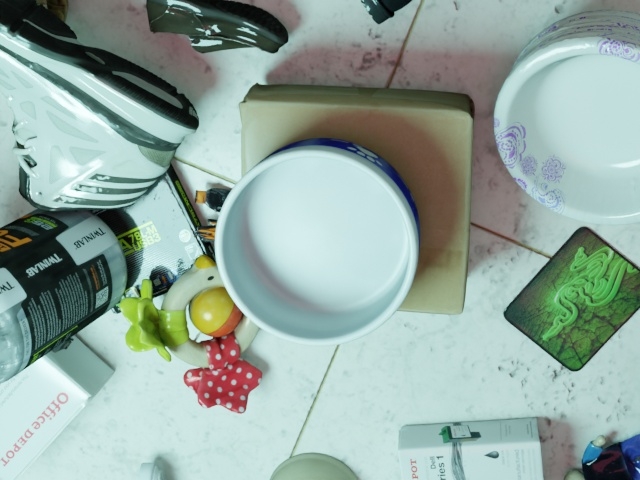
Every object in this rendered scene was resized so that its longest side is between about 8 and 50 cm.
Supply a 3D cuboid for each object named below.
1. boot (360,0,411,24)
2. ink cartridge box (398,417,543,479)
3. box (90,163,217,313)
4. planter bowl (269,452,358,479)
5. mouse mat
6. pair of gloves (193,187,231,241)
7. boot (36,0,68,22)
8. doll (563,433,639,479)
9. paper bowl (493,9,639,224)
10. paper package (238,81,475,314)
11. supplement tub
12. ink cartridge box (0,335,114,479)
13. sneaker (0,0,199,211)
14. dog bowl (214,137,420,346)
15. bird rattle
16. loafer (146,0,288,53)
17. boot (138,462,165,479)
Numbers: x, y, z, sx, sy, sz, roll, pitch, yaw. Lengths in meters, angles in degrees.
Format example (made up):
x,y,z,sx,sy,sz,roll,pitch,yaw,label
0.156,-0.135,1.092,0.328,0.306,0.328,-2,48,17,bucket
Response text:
x,y,z,sx,sy,sz,roll,pitch,yaw,label
0.103,-0.447,1.414,0.207,0.094,0.246,-31,105,18,boot
0.236,0.372,1.615,0.219,0.092,0.160,-6,103,10,ink cartridge box
-0.279,-0.002,1.618,0.191,0.045,0.184,-22,103,13,box
-0.016,0.438,1.663,0.162,0.109,0.162,2,104,8,planter bowl
0.390,0.091,1.563,0.153,0.007,0.189,38,106,-3,mouse mat
-0.158,-0.039,1.589,0.074,0.010,0.083,0,91,-21,pair of gloves
-0.487,-0.322,1.541,0.203,0.095,0.262,13,102,4,boot
0.467,0.351,1.600,0.189,0.046,0.129,-24,99,13,doll
0.386,-0.172,1.389,0.284,0.148,0.284,15,132,17,paper bowl
0.054,-0.062,1.489,0.325,0.168,0.309,3,107,7,paper package
-0.443,0.082,1.489,0.194,0.316,0.193,13,119,25,supplement tub
-0.526,0.202,1.664,0.306,0.131,0.226,43,106,-5,ink cartridge box
-0.423,-0.185,1.462,0.447,0.169,0.257,31,111,-16,sneaker
0.000,0.000,1.374,0.265,0.104,0.265,2,106,9,dog bowl
-0.170,0.139,1.578,0.253,0.143,0.207,36,90,-23,bird rattle
-0.152,-0.309,1.508,0.220,0.080,0.078,19,116,8,loafer
-0.232,0.482,1.725,0.123,0.095,0.258,-2,113,3,boot
